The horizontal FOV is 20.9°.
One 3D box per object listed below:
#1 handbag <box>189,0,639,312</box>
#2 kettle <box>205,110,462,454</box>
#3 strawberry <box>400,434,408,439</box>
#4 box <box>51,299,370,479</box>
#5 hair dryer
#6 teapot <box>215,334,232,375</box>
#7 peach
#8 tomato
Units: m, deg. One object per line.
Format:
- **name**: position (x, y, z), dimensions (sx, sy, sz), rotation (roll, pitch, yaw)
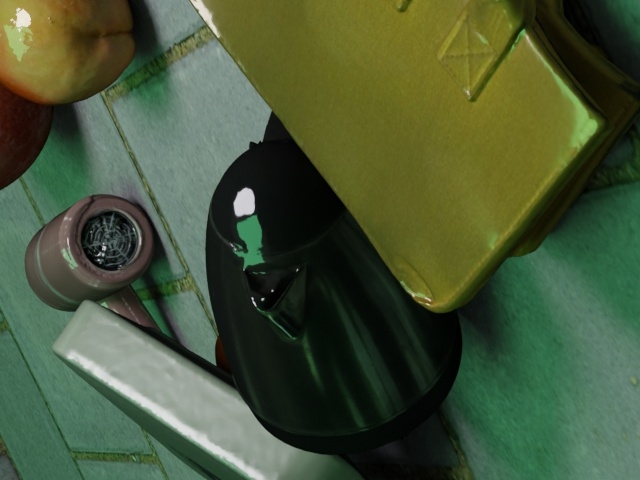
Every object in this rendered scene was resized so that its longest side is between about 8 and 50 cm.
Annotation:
- **handbag**: position (0.061, -0.173, 1.284), dimensions (0.401, 0.133, 0.283), rotation (55, 151, 17)
- **kettle**: position (0.006, 0.011, 1.464), dimensions (0.207, 0.251, 0.271), rotation (27, 156, 35)
- **strawberry**: position (0.030, 0.129, 1.702), dimensions (0.192, 0.085, 0.140), rotation (-15, 93, 57)
- **box**: position (-0.066, 0.223, 1.787), dimensions (0.373, 0.090, 0.367), rotation (28, 167, 31)
- **hair dryer**: position (-0.230, 0.108, 2.223), dimensions (0.352, 0.125, 0.210), rotation (54, 156, -5)
- **teapot**: position (-0.049, 0.130, 1.838), dimensions (0.116, 0.116, 0.173), rotation (48, 154, 30)
- **peach**: position (-0.286, -0.233, 1.879), dimensions (0.184, 0.184, 0.184), rotation (46, 152, 34)
- **tomato**: position (-0.461, -0.184, 2.204), dimensions (0.265, 0.265, 0.265), rotation (46, 152, 34)
